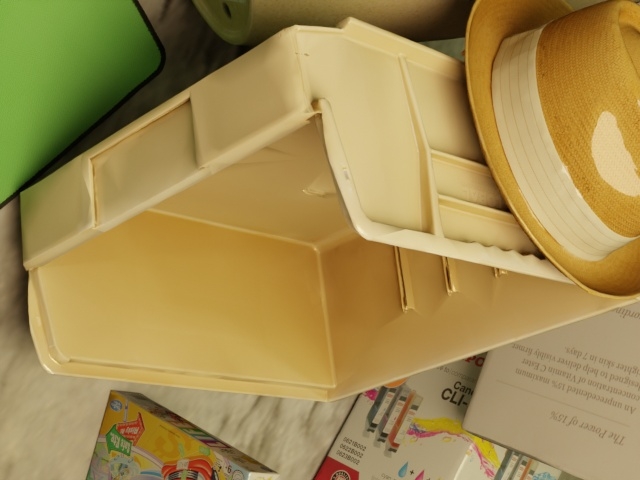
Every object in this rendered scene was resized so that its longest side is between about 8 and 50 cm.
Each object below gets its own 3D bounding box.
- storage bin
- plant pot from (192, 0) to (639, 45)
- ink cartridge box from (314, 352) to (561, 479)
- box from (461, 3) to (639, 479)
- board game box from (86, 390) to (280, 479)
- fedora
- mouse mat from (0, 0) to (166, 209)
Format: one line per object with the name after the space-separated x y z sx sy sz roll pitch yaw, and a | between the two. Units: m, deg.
0.000 0.000 0.730 0.260 0.262 0.123 12 64 -43 | storage bin
0.049 -0.224 0.755 0.274 0.256 0.257 -24 119 -20 | plant pot
0.103 0.169 0.981 0.127 0.128 0.176 38 76 -41 | ink cartridge box
0.278 0.018 0.863 0.168 0.215 0.345 24 84 -42 | box
-0.096 0.169 0.784 0.026 0.154 0.103 14 93 -44 | board game box
0.159 -0.067 0.671 0.194 0.079 0.194 23 55 -38 | fedora
-0.187 -0.109 0.720 0.190 0.007 0.153 -46 128 -23 | mouse mat
